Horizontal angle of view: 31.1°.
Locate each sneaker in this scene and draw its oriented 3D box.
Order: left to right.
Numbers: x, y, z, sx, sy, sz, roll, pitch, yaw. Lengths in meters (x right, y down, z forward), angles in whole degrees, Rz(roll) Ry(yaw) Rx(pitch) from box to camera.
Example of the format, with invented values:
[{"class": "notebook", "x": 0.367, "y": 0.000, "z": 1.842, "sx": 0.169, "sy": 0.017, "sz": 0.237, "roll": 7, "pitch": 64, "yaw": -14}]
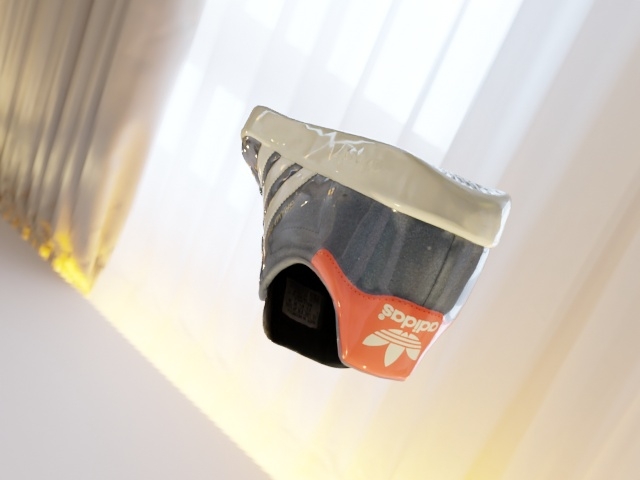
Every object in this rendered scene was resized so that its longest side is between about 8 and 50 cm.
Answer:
[{"class": "sneaker", "x": 0.000, "y": 0.000, "z": 0.795, "sx": 0.131, "sy": 0.148, "sz": 0.350, "roll": 21, "pitch": -177, "yaw": -17}]
